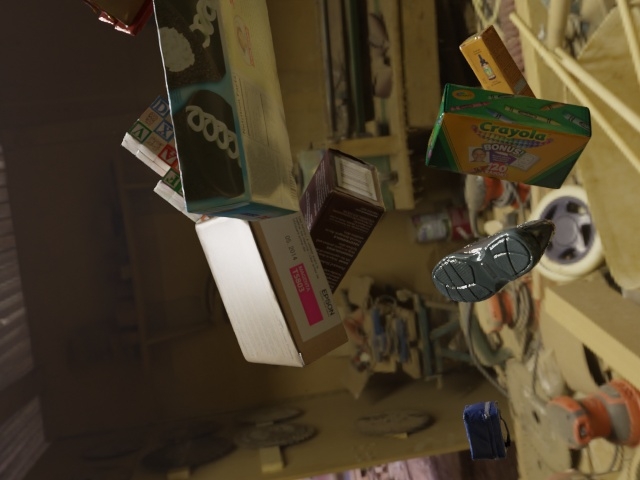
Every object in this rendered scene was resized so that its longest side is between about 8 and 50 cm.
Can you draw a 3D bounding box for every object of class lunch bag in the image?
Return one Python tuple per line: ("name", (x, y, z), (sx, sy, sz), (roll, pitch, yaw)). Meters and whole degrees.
("lunch bag", (0.285, 0.325, 1.144), (0.067, 0.065, 0.098), (-24, -79, -71))

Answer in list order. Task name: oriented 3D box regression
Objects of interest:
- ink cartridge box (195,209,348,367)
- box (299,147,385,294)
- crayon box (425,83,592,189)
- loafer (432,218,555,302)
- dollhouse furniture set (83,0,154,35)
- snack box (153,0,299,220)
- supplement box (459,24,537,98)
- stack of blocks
("ink cartridge box", (-0.077, 0.059, 0.990), (0.193, 0.088, 0.235), (-12, 99, 58))
("box", (0.000, 0.000, 1.591), (0.381, 0.143, 0.191), (-58, 21, 32))
("crayon box", (0.362, -0.201, 1.326), (0.165, 0.278, 0.081), (97, -176, -57))
("loafer", (0.288, 0.035, 1.123), (0.096, 0.084, 0.267), (56, 152, 2))
("dollhouse furniture set", (-0.334, -0.578, 1.196), (0.152, 0.374, 0.201), (34, -179, 40))
("snack box", (-0.089, -0.182, 0.619), (0.187, 0.060, 0.322), (3, -102, -80))
("supplement box", (0.451, -0.419, 1.705), (0.233, 0.080, 0.078), (52, 146, -16))
("stack of blocks", (-0.326, -0.180, 1.628), (0.171, 0.297, 0.087), (-57, 14, -24))
